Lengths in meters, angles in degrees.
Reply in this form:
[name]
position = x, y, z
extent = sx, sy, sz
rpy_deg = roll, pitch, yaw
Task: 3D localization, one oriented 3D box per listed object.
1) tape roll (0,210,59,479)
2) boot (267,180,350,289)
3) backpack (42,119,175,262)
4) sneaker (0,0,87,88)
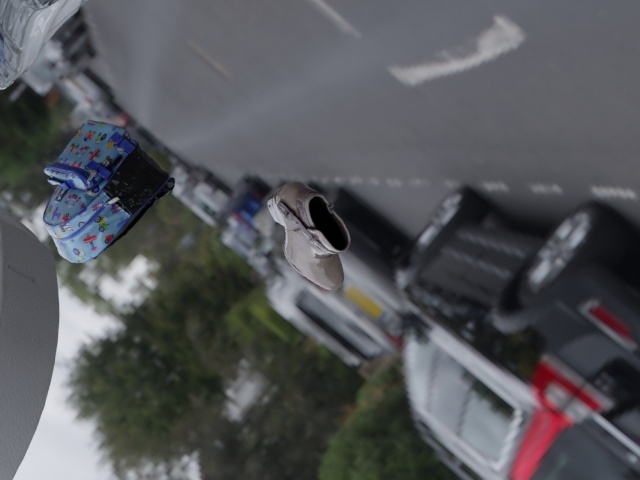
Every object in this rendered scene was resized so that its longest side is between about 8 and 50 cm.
[tape roll]
position = -0.387, 0.133, 1.310
extent = 0.072, 0.392, 0.392
rpy_deg = 35, -179, -41
[boot]
position = 0.000, 0.000, 1.240
extent = 0.118, 0.042, 0.087
rpy_deg = 51, 162, -22
[backpack]
position = -0.305, -0.061, 1.978
extent = 0.117, 0.173, 0.158
rpy_deg = 46, 168, -30
[sneaker]
position = -0.207, -0.207, 1.143
extent = 0.111, 0.129, 0.297
rpy_deg = 59, 146, -4
